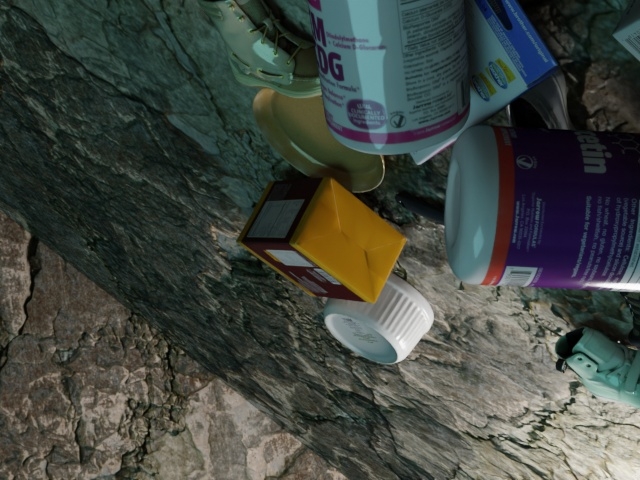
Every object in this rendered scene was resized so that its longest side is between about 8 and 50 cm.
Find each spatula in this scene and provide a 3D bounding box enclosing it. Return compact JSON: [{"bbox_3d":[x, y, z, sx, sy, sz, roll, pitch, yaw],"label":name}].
[{"bbox_3d":[0.237,-0.026,1.484,0.296,0.030,0.084,18,150,32],"label":"spatula"}]

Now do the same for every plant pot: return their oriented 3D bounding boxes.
[{"bbox_3d":[0.002,-0.165,1.515,0.236,0.032,0.236,26,155,14],"label":"plant pot"}]

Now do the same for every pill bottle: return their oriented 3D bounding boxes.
[{"bbox_3d":[0.310,-0.034,1.103,0.322,0.182,0.181,2,153,-2],"label":"pill bottle"},{"bbox_3d":[0.066,-0.245,0.996,0.160,0.160,0.283,17,133,33],"label":"pill bottle"}]

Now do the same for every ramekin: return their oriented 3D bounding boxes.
[{"bbox_3d":[0.103,0.147,1.874,0.207,0.109,0.207,28,155,14],"label":"ramekin"}]

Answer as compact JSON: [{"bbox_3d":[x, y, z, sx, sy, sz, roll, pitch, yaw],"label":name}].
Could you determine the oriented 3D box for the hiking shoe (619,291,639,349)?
[{"bbox_3d":[0.459,0.069,1.351,0.114,0.086,0.227,39,153,21],"label":"hiking shoe"}]

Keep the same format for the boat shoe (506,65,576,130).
[{"bbox_3d":[0.270,-0.122,1.204,0.079,0.081,0.227,15,149,35],"label":"boat shoe"}]

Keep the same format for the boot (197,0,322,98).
[{"bbox_3d":[-0.066,-0.282,1.332,0.213,0.077,0.165,15,147,37],"label":"boot"}]

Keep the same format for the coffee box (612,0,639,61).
[{"bbox_3d":[0.404,-0.169,0.885,0.246,0.141,0.098,38,155,-13],"label":"coffee box"}]

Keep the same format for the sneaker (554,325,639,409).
[{"bbox_3d":[0.478,0.199,1.519,0.151,0.094,0.256,38,159,-25],"label":"sneaker"}]

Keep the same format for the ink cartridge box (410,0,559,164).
[{"bbox_3d":[0.151,-0.222,1.119,0.186,0.065,0.311,59,156,1],"label":"ink cartridge box"}]

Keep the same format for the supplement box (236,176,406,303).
[{"bbox_3d":[0.000,0.000,1.659,0.191,0.129,0.194,37,161,-29],"label":"supplement box"}]
